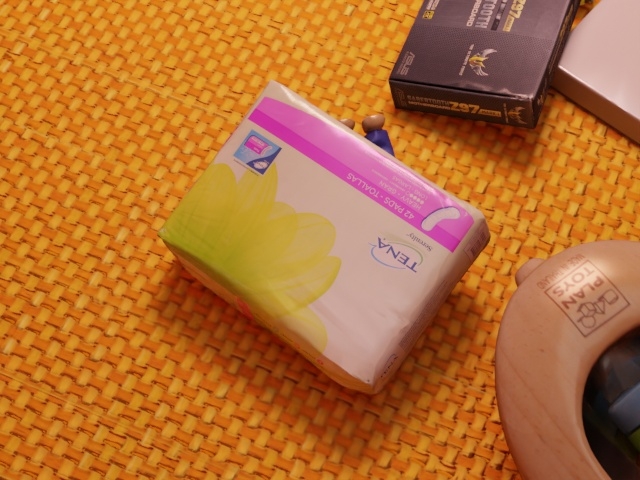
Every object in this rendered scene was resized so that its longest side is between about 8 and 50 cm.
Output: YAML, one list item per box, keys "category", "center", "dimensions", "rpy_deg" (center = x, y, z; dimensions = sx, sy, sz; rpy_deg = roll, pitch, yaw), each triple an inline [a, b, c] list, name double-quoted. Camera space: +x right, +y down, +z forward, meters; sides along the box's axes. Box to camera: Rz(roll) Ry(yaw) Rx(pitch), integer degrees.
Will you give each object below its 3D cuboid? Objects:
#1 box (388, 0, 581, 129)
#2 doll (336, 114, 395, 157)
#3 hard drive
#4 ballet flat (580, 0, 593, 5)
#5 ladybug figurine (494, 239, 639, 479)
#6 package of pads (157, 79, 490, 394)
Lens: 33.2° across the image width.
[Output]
- category: "box"
  center: [0.209, -0.254, 1.335]
  dimensions: [0.183, 0.059, 0.233]
  rpy_deg: [13, 61, 22]
- category: "doll"
  center: [0.056, -0.051, 1.248]
  dimensions: [0.129, 0.046, 0.189]
  rpy_deg: [-8, 67, -10]
- category: "hard drive"
  center: [0.477, -0.263, 1.382]
  dimensions: [0.233, 0.047, 0.353]
  rpy_deg: [37, 66, 17]
- category: "ballet flat"
  center: [0.346, -0.413, 1.450]
  dimensions: [0.077, 0.077, 0.231]
  rpy_deg: [7, 61, 21]
- category: "ladybug figurine"
  center: [0.342, 0.197, 1.031]
  dimensions: [0.305, 0.162, 0.449]
  rpy_deg: [-34, 76, -9]
- category: "package of pads"
  center: [0.000, 0.000, 1.157]
  dimensions: [0.296, 0.101, 0.229]
  rpy_deg: [33, 82, 16]
